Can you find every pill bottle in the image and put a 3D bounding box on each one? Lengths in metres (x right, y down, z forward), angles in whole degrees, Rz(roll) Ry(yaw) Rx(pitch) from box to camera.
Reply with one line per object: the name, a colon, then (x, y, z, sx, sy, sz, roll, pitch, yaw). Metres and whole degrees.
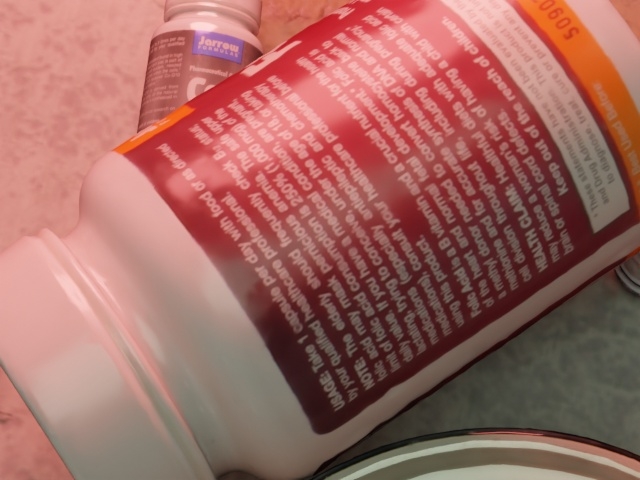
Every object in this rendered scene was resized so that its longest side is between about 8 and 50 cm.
pill bottle: (0.000, 0.000, 1.031, 0.392, 0.224, 0.224, -33, 77, -11)
pill bottle: (-0.079, -0.101, 1.160, 0.078, 0.078, 0.137, 6, 75, 1)

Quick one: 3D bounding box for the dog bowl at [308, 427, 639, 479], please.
dog bowl: (0.103, 0.320, 0.985, 0.407, 0.150, 0.408, -2, 71, 7)

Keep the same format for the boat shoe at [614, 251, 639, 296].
boat shoe: (0.302, -0.023, 1.141, 0.226, 0.076, 0.083, -27, 77, -7)
